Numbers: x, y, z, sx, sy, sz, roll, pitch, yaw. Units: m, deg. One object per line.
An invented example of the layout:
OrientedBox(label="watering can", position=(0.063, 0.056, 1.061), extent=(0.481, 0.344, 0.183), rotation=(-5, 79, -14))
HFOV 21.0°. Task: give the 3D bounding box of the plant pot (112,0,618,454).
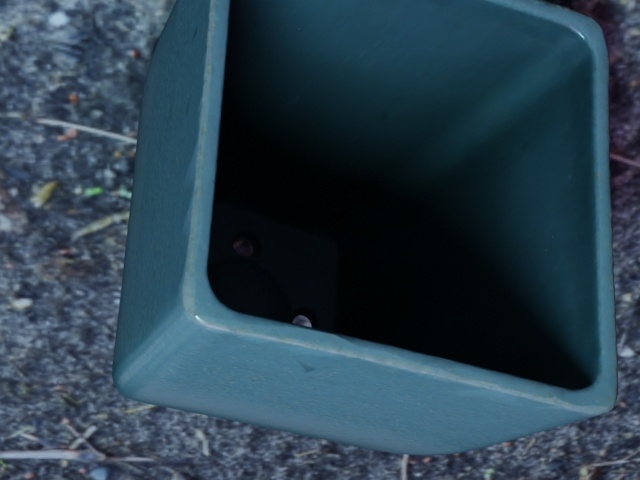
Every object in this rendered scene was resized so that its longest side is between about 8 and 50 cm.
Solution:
OrientedBox(label="plant pot", position=(0.000, 0.000, 1.015), extent=(0.247, 0.247, 0.252), rotation=(14, 153, -21))
